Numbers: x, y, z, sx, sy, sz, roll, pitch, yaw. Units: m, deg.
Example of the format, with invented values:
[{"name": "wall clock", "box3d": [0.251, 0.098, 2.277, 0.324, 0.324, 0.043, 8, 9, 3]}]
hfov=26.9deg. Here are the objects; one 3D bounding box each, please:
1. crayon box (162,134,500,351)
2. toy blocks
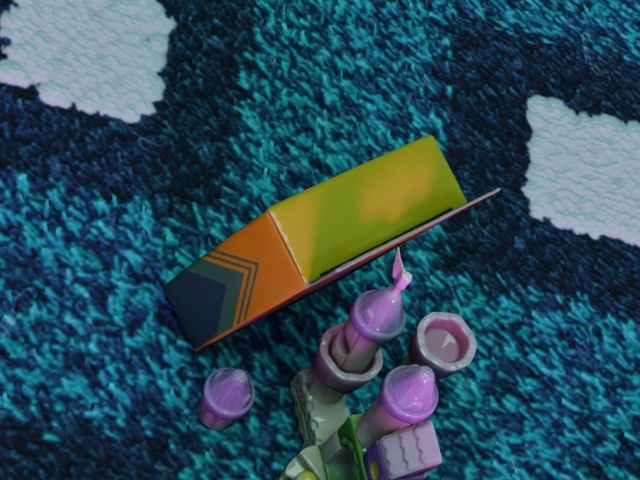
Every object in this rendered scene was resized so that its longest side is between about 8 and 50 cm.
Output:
[{"name": "crayon box", "box3d": [0.000, 0.000, 1.300, 0.203, 0.323, 0.083, -26, 87, -32]}, {"name": "toy blocks", "box3d": [0.043, 0.194, 1.242, 0.308, 0.260, 0.289, -2, 61, -22]}]
